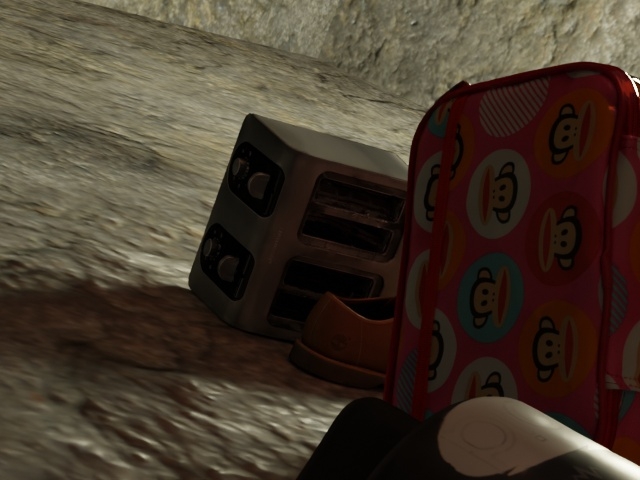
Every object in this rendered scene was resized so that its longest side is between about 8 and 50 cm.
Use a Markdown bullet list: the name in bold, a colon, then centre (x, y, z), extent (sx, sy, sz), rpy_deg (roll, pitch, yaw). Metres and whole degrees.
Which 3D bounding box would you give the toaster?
- **toaster**: centre (0.000, 0.000, 1.458), extent (0.186, 0.168, 0.110), rpy_deg (14, 15, -26)

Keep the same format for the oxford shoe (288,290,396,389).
- **oxford shoe**: centre (0.077, 0.087, 1.413), extent (0.212, 0.076, 0.076), rpy_deg (14, 11, -39)

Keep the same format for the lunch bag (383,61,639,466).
- **lunch bag**: centre (0.145, 0.029, 1.204), extent (0.120, 0.293, 0.258), rpy_deg (13, -11, -36)

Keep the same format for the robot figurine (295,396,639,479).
- **robot figurine**: centre (0.104, 0.180, 0.763), extent (0.278, 0.173, 0.209), rpy_deg (28, 29, 34)
